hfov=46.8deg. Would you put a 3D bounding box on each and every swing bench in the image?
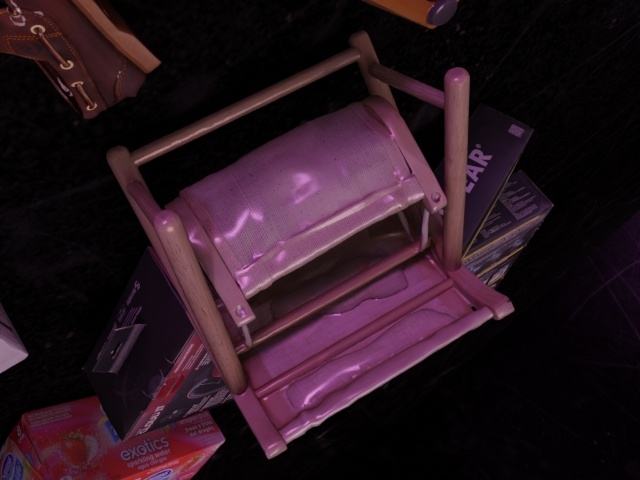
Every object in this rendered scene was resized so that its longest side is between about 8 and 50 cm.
[{"bbox_3d":[0.000,0.000,0.631,0.253,0.165,0.254,-28,125,-14],"label":"swing bench"}]

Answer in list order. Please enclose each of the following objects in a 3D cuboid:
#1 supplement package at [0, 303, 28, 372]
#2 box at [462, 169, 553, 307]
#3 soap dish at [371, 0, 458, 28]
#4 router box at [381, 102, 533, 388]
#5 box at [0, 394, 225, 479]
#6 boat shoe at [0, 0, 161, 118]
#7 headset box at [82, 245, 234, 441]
[{"bbox_3d":[-0.321,0.042,0.340,0.262,0.145,0.204,-32,158,-11],"label":"supplement package"},{"bbox_3d":[0.173,0.076,1.251,0.395,0.097,0.318,-27,157,-23],"label":"box"},{"bbox_3d":[0.072,-0.267,0.427,0.291,0.118,0.229,-48,155,26],"label":"soap dish"},{"bbox_3d":[0.145,0.010,0.954,0.309,0.081,0.243,-54,167,-30],"label":"router box"},{"bbox_3d":[-0.270,0.277,0.956,0.257,0.122,0.128,-5,141,-52],"label":"box"},{"bbox_3d":[-0.161,-0.129,0.411,0.073,0.073,0.207,-39,157,0],"label":"boat shoe"},{"bbox_3d":[-0.119,0.099,0.855,0.293,0.110,0.218,-11,145,-47],"label":"headset box"}]
